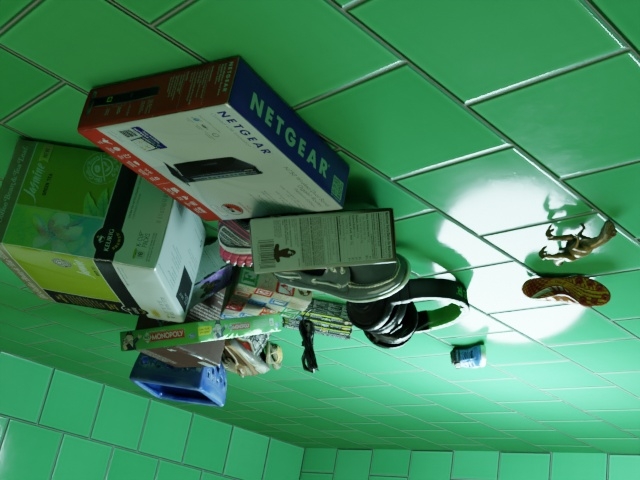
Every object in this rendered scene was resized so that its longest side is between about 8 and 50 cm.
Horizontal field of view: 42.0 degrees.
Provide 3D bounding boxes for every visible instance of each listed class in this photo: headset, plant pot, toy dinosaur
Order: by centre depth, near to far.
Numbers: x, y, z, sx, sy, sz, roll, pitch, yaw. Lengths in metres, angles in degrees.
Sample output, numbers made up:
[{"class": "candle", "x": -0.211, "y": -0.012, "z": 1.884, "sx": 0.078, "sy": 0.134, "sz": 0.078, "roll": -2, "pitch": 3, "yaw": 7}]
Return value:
[{"class": "toy dinosaur", "x": 0.448, "y": 0.021, "z": 1.508, "sx": 0.112, "sy": 0.064, "sz": 0.211, "roll": 15, "pitch": 158, "yaw": -14}, {"class": "headset", "x": 0.140, "y": 0.187, "z": 1.881, "sx": 0.394, "sy": 0.185, "sz": 0.243, "roll": -10, "pitch": 155, "yaw": 16}, {"class": "plant pot", "x": -0.413, "y": 0.368, "z": 2.544, "sx": 0.236, "sy": 0.212, "sz": 0.236, "roll": 4, "pitch": 157, "yaw": 14}]

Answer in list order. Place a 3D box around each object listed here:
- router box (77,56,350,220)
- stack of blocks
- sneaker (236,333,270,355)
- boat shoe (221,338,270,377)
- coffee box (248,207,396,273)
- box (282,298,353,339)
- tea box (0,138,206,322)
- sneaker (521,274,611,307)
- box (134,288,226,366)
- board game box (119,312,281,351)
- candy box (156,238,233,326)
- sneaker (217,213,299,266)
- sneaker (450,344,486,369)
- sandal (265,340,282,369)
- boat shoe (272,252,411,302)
[{"class": "router box", "x": -0.164, "y": -0.147, "z": 1.353, "sx": 0.301, "sy": 0.082, "sz": 0.335, "roll": -4, "pitch": 154, "yaw": 32}, {"class": "stack of blocks", "x": -0.130, "y": 0.126, "z": 1.991, "sx": 0.171, "sy": 0.087, "sz": 0.297, "roll": 15, "pitch": 157, "yaw": -10}, {"class": "sneaker", "x": -0.214, "y": 0.232, "z": 2.313, "sx": 0.118, "sy": 0.107, "sz": 0.279, "roll": 24, "pitch": 162, "yaw": 23}, {"class": "boat shoe", "x": -0.245, "y": 0.345, "z": 2.488, "sx": 0.116, "sy": 0.123, "sz": 0.324, "roll": -22, "pitch": 152, "yaw": 3}, {"class": "coffee box", "x": 0.000, "y": 0.000, "z": 1.478, "sx": 0.247, "sy": 0.098, "sz": 0.141, "roll": -5, "pitch": -178, "yaw": -6}, {"class": "box", "x": -0.006, "y": 0.202, "z": 2.180, "sx": 0.191, "sy": 0.045, "sz": 0.184, "roll": 11, "pitch": 156, "yaw": 2}, {"class": "tea box", "x": -0.420, "y": -0.008, "z": 1.625, "sx": 0.324, "sy": 0.220, "sz": 0.329, "roll": 9, "pitch": 158, "yaw": 3}, {"class": "sneaker", "x": 0.500, "y": 0.100, "z": 1.700, "sx": 0.175, "sy": 0.064, "sz": 0.067, "roll": 8, "pitch": 178, "yaw": 21}, {"class": "box", "x": -0.348, "y": 0.202, "z": 2.123, "sx": 0.167, "sy": 0.203, "sz": 0.168, "roll": -7, "pitch": 152, "yaw": 37}, {"class": "board game box", "x": -0.262, "y": 0.206, "z": 1.879, "sx": 0.214, "sy": 0.046, "sz": 0.317, "roll": -11, "pitch": 173, "yaw": 28}, {"class": "candy box", "x": -0.295, "y": 0.096, "z": 1.866, "sx": 0.070, "sy": 0.196, "sz": 0.165, "roll": 54, "pitch": 162, "yaw": 12}, {"class": "sneaker", "x": -0.051, "y": -0.014, "z": 1.598, "sx": 0.299, "sy": 0.121, "sz": 0.112, "roll": -1, "pitch": 114, "yaw": 3}, {"class": "sneaker", "x": 0.393, "y": 0.313, "z": 2.244, "sx": 0.085, "sy": 0.058, "sz": 0.152, "roll": 2, "pitch": 165, "yaw": -2}, {"class": "sandal", "x": -0.139, "y": 0.355, "z": 2.584, "sx": 0.049, "sy": 0.072, "sz": 0.180, "roll": -9, "pitch": 156, "yaw": 7}, {"class": "boat shoe", "x": 0.027, "y": 0.055, "z": 1.715, "sx": 0.319, "sy": 0.116, "sz": 0.099, "roll": 3, "pitch": 161, "yaw": 31}]
